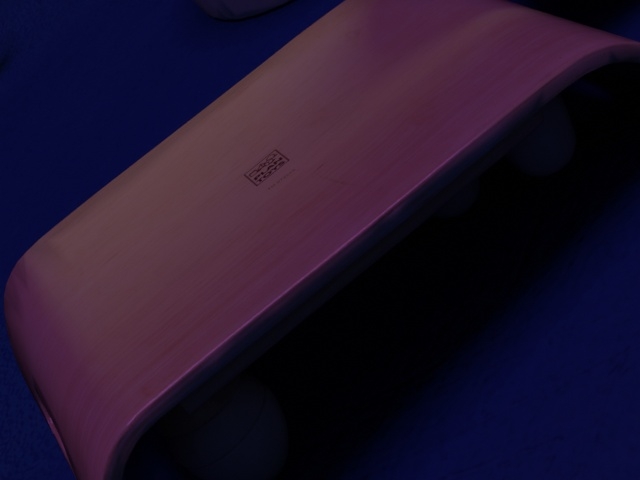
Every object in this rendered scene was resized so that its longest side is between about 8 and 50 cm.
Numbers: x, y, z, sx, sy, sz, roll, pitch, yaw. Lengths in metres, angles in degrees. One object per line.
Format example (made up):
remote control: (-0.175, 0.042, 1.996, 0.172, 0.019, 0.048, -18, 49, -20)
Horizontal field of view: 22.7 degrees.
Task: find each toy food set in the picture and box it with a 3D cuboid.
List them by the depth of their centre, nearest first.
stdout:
toy food set: (0.000, 0.000, 0.718, 0.306, 0.092, 0.220, -39, 26, -6)

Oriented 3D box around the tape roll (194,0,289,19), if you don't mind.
tape roll: (-0.009, -0.288, 1.096, 0.286, 0.100, 0.286, -34, 29, 22)
